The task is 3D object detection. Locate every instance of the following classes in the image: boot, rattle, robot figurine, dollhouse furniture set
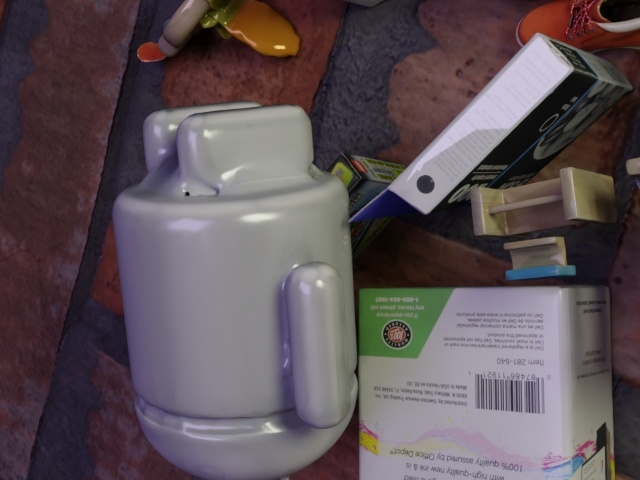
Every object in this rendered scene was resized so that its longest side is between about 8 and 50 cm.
[{"bbox_3d":[0.232,-0.192,0.715,0.158,0.085,0.059,4,92,39],"label":"boot"},{"bbox_3d":[-0.128,-0.245,1.025,0.200,0.143,0.130,-39,32,45],"label":"rattle"},{"bbox_3d":[-0.069,0.059,0.729,0.300,0.200,0.353,22,119,58],"label":"robot figurine"},{"bbox_3d":[0.229,0.013,0.614,0.184,0.129,0.129,-10,82,41],"label":"dollhouse furniture set"}]

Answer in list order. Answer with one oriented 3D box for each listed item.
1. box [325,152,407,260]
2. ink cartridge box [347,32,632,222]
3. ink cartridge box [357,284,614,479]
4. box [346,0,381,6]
[{"bbox_3d":[0.000,0.000,0.862,0.207,0.114,0.036,-48,62,26],"label":"box"},{"bbox_3d":[0.148,-0.074,0.695,0.208,0.206,0.045,-44,73,28],"label":"ink cartridge box"},{"bbox_3d":[0.145,0.179,0.741,0.202,0.117,0.278,-3,86,37],"label":"ink cartridge box"},{"bbox_3d":[0.089,-0.392,0.745,0.345,0.168,0.214,-19,76,46],"label":"box"}]
